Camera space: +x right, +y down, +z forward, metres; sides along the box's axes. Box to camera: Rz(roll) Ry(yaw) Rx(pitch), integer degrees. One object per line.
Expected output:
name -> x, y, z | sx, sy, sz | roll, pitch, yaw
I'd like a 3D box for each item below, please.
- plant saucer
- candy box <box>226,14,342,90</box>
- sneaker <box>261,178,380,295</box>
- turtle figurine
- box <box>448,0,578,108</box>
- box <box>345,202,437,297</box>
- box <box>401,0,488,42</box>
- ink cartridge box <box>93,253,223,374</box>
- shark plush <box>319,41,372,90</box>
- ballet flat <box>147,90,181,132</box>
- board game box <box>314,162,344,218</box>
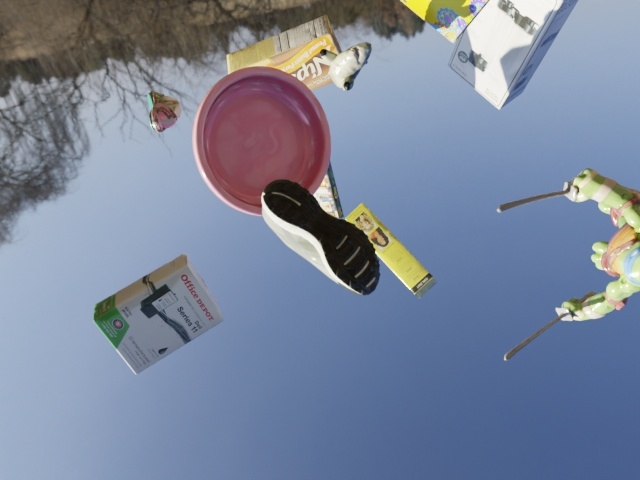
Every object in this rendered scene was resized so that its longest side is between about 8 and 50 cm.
plant saucer -> -0.135, -0.222, 1.205 | 0.332, 0.331, 0.084 | -25, -163, -26
candy box -> -0.094, -0.518, 1.562 | 0.317, 0.183, 0.087 | -17, -117, 13
sneaker -> 0.000, 0.000, 0.982 | 0.100, 0.271, 0.108 | -46, 176, -25
turtle figurine -> 0.374, 0.004, 0.741 | 0.275, 0.197, 0.266 | -28, 174, 33
box -> 0.388, -0.433, 1.076 | 0.087, 0.290, 0.169 | -36, -110, -20
box -> 0.156, 0.022, 1.171 | 0.058, 0.087, 0.232 | -44, -112, 5
box -> 0.196, -0.505, 0.773 | 0.177, 0.279, 0.290 | -52, -176, -16
ink cartridge box -> -0.325, 0.147, 1.075 | 0.209, 0.153, 0.087 | -32, -158, -9
shark plush -> 0.054, -0.273, 0.859 | 0.067, 0.073, 0.161 | -36, 170, 4
ballet flat -> -0.385, -0.322, 1.307 | 0.079, 0.076, 0.221 | -14, -149, -12
board game box -> -0.018, -0.185, 1.529 | 0.136, 0.259, 0.030 | 11, -143, 42
